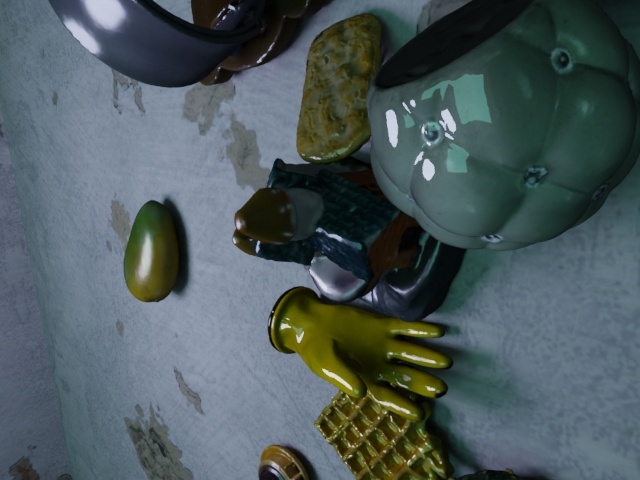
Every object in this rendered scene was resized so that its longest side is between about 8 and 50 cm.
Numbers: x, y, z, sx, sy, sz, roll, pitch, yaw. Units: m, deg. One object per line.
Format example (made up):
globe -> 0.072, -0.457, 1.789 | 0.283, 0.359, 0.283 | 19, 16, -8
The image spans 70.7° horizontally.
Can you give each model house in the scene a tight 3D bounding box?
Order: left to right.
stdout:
model house -> 0.000, 0.000, 0.582 | 0.271, 0.301, 0.190 | 33, 115, 33

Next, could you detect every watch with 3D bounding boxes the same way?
watch -> -0.213, -0.405, 0.643 | 0.314, 0.327, 0.335 | -13, 91, 44

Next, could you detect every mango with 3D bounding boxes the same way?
mango -> -0.404, 0.031, 1.097 | 0.156, 0.114, 0.250 | 30, 109, 46

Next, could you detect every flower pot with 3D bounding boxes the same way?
flower pot -> 0.165, -0.110, 0.431 | 0.246, 0.246, 0.195 | -9, 126, 44

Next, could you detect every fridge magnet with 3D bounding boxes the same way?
fridge magnet -> -0.077, 0.497, 0.939 | 0.143, 0.063, 0.143 | 11, 108, 37

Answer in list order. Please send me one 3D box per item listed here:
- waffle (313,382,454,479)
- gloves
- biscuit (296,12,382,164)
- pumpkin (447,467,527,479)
waffle -> 0.112, 0.308, 0.713 | 0.229, 0.057, 0.219 | 43, 127, 26
gloves -> 0.061, 0.157, 0.675 | 0.294, 0.116, 0.133 | 13, 76, 42
biscuit -> 0.024, -0.205, 0.588 | 0.119, 0.029, 0.247 | -9, 61, 25
pumpkin -> 0.229, 0.387, 0.561 | 0.190, 0.146, 0.190 | 5, 106, 18
